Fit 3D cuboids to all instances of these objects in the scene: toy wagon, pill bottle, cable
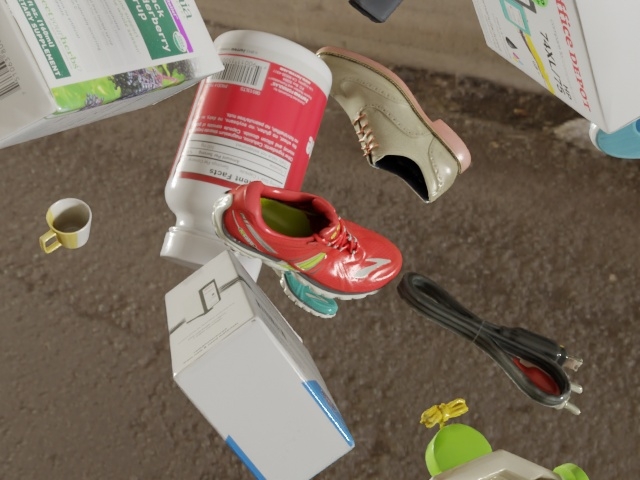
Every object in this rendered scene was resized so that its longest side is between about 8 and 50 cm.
[{"bbox_3d":[0.221,0.355,0.964,0.267,0.068,0.344,-13,57,-27],"label":"toy wagon"},{"bbox_3d":[-0.138,-0.140,1.418,0.229,0.229,0.408,13,80,22],"label":"pill bottle"},{"bbox_3d":[0.224,0.145,1.068,0.287,0.072,0.139,22,36,3],"label":"cable"}]

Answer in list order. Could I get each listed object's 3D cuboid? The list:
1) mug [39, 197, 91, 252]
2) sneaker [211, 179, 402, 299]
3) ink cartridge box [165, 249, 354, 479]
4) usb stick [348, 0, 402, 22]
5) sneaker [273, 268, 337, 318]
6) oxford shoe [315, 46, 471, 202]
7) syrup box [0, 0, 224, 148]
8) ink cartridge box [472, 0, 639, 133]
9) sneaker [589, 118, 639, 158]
[{"bbox_3d":[-0.375,-0.019,1.184,0.078,0.064,0.062,-10,62,-17],"label":"mug"},{"bbox_3d":[0.000,0.000,1.022,0.279,0.118,0.107,18,66,-28],"label":"sneaker"},{"bbox_3d":[-0.063,0.111,0.729,0.086,0.148,0.203,-37,19,-2],"label":"ink cartridge box"},{"bbox_3d":[0.148,-0.423,1.116,0.077,0.278,0.045,31,26,-30],"label":"usb stick"},{"bbox_3d":[-0.044,0.065,1.914,0.275,0.110,0.107,55,28,14],"label":"sneaker"},{"bbox_3d":[0.126,-0.241,1.658,0.397,0.140,0.146,39,68,0],"label":"oxford shoe"},{"bbox_3d":[-0.181,-0.146,0.628,0.096,0.093,0.237,-19,10,27],"label":"syrup box"},{"bbox_3d":[0.294,-0.286,0.848,0.197,0.198,0.270,-30,37,1],"label":"ink cartridge box"},{"bbox_3d":[0.579,-0.263,1.365,0.319,0.127,0.208,-17,46,-1],"label":"sneaker"}]
